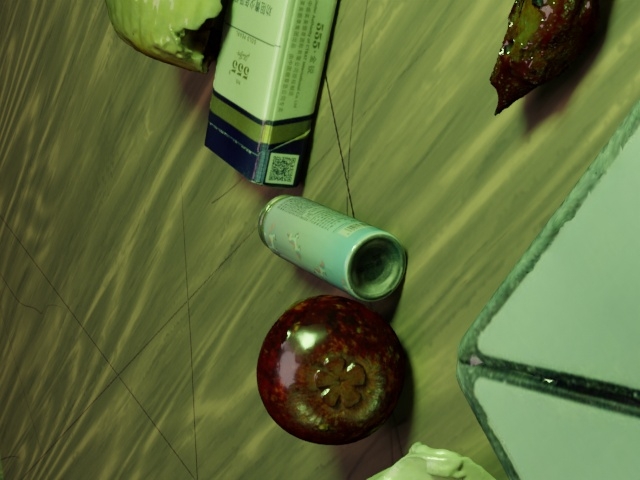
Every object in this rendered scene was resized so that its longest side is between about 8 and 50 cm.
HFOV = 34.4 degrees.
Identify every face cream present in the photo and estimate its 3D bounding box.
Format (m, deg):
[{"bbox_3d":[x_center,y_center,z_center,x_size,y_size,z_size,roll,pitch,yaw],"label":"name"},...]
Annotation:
[{"bbox_3d":[0.000,0.000,1.110,0.229,0.075,0.075,26,112,58],"label":"face cream"}]

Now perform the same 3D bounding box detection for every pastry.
[{"bbox_3d":[-0.195,-0.339,1.304,0.256,0.170,0.237,-128,44,-75],"label":"pastry"}]

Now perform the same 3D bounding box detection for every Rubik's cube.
[{"bbox_3d":[0.256,0.074,0.494,0.255,0.259,0.260,-63,38,39],"label":"Rubik's cube"}]

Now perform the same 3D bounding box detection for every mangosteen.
[{"bbox_3d":[-0.003,0.128,1.042,0.181,0.145,0.156,14,104,59],"label":"mangosteen"}]

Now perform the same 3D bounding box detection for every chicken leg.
[{"bbox_3d":[0.180,-0.216,0.817,0.105,0.063,0.234,-166,78,-64],"label":"chicken leg"}]

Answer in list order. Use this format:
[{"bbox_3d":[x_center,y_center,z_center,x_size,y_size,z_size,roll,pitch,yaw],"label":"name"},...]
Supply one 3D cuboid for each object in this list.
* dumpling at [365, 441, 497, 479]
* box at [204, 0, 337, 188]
[{"bbox_3d":[0.089,0.296,0.906,0.193,0.147,0.258,31,114,21],"label":"dumpling"},{"bbox_3d":[-0.062,-0.207,1.221,0.168,0.071,0.259,39,123,54],"label":"box"}]
